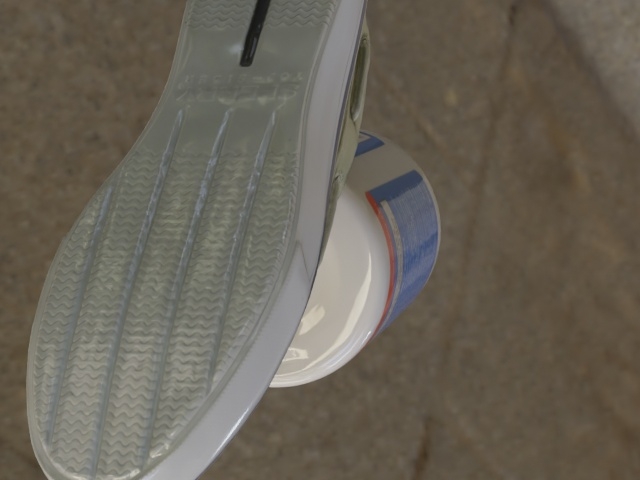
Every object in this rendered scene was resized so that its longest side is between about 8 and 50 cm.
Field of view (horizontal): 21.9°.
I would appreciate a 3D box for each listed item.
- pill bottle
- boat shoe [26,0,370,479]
[{"bbox_3d":[0.000,0.000,0.927,0.221,0.124,0.124,-28,102,-73],"label":"pill bottle"},{"bbox_3d":[-0.031,-0.014,0.713,0.302,0.109,0.094,-70,152,-26],"label":"boat shoe"}]
